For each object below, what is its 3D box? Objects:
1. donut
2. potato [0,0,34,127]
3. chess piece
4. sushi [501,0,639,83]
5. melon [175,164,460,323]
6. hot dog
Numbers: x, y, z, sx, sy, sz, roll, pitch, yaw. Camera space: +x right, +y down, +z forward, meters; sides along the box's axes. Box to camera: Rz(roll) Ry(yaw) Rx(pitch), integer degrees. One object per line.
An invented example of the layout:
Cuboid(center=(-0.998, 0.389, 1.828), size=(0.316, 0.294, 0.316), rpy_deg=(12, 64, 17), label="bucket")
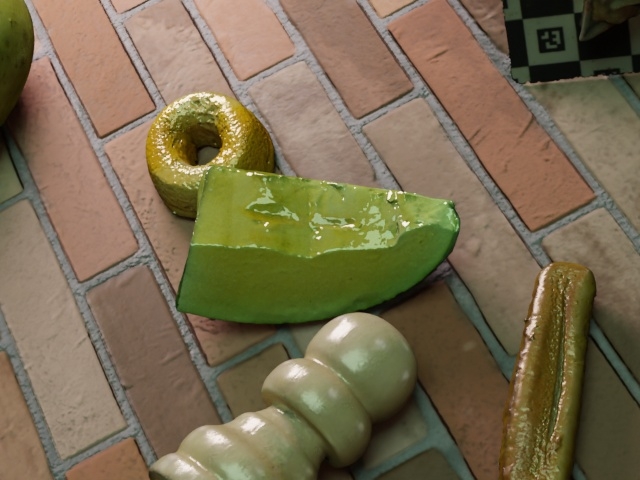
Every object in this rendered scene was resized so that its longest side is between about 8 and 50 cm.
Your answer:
Cuboid(center=(-0.146, -0.115, 1.821), size=(0.162, 0.065, 0.178), rpy_deg=(-35, 56, -7), label="donut")
Cuboid(center=(-0.499, -0.221, 1.909), size=(0.216, 0.216, 0.304), rpy_deg=(21, 76, 27), label="potato")
Cuboid(center=(-0.020, 0.198, 1.532), size=(0.167, 0.167, 0.300), rpy_deg=(35, 69, 32), label="chess piece")
Cuboid(center=(0.373, -0.334, 1.640), size=(0.359, 0.343, 0.064), rpy_deg=(-5, 31, 14), label="sushi")
Cuboid(center=(0.000, 0.000, 1.671), size=(0.324, 0.124, 0.196), rpy_deg=(4, 66, 9), label="melon")
Cuboid(center=(0.243, 0.149, 1.534), size=(0.088, 0.061, 0.285), rpy_deg=(10, 60, 18), label="hot dog")
